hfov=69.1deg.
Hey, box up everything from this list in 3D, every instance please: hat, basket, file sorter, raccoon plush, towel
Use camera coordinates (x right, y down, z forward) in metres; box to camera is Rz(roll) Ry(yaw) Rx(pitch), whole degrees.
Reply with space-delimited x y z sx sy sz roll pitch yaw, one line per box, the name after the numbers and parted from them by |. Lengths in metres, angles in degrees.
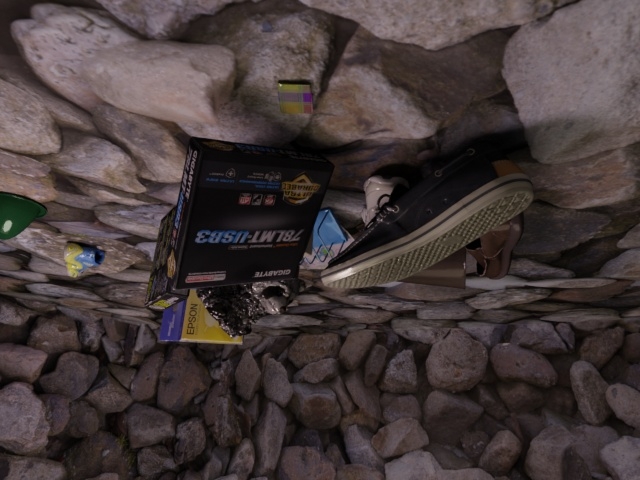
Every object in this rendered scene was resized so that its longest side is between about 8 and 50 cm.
-0.894 -0.015 1.311 0.209 0.183 0.173 -15 154 41 | hat
0.329 0.066 1.430 0.227 0.154 0.204 0 154 17 | basket
-0.034 -0.001 1.286 0.170 0.104 0.118 -11 125 32 | file sorter
-0.261 0.098 1.528 0.299 0.446 0.216 -38 155 -7 | raccoon plush
-0.044 -0.247 0.811 0.060 0.009 0.083 3 159 3 | towel

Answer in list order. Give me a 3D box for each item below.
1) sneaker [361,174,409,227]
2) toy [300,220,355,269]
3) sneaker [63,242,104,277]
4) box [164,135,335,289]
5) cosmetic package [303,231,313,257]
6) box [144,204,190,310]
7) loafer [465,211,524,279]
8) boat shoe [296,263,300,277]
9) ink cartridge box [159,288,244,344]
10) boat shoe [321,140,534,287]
0.155 -0.064 1.136 0.110 0.118 0.292 3 159 5 | sneaker
0.000 0.000 1.386 0.237 0.056 0.137 -26 117 40 | toy
-0.864 0.084 1.716 0.126 0.091 0.240 8 159 -16 | sneaker
-0.143 -0.045 0.944 0.296 0.293 0.073 0 -150 -38 | box
-0.154 -0.068 1.104 0.113 0.160 0.310 -14 155 37 | cosmetic package
-0.403 0.041 1.276 0.060 0.269 0.216 16 155 -30 | box
0.453 -0.007 1.261 0.130 0.133 0.366 3 151 13 | loafer
-0.128 0.077 1.600 0.096 0.098 0.277 2 150 6 | boat shoe
-0.433 0.233 1.758 0.308 0.303 0.072 5 157 -9 | ink cartridge box
0.197 -0.033 1.007 0.500 0.155 0.187 -35 149 32 | boat shoe
